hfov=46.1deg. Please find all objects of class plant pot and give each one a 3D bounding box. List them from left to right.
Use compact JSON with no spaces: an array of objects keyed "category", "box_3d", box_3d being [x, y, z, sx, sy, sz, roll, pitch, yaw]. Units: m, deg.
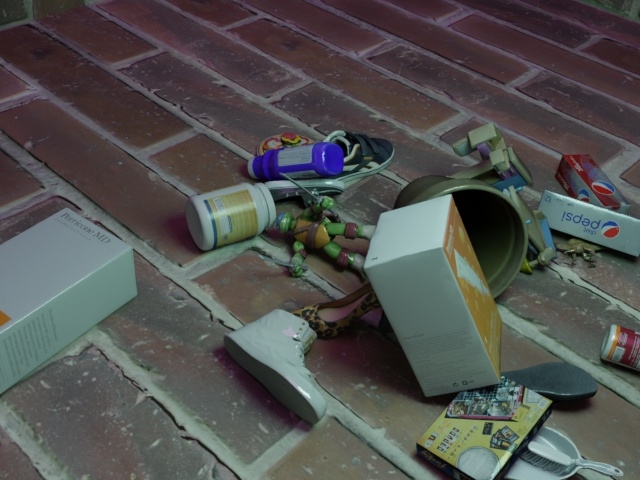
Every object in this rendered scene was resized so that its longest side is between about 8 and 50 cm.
[{"category":"plant pot","box_3d":[0.305,-0.031,1.849,0.323,0.323,0.280,-2,25,-9]}]

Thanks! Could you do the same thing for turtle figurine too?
[{"category":"turtle figurine","box_3d":[0.000,0.000,1.836,0.266,0.274,0.198,17,75,7]}]

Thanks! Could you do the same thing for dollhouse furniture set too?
[{"category":"dollhouse furniture set","box_3d":[0.443,-0.080,1.945,0.198,0.286,0.303,-25,50,26]}]

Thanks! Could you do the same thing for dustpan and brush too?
[{"category":"dustpan and brush","box_3d":[0.477,0.433,1.473,0.211,0.060,0.147,18,41,14]}]

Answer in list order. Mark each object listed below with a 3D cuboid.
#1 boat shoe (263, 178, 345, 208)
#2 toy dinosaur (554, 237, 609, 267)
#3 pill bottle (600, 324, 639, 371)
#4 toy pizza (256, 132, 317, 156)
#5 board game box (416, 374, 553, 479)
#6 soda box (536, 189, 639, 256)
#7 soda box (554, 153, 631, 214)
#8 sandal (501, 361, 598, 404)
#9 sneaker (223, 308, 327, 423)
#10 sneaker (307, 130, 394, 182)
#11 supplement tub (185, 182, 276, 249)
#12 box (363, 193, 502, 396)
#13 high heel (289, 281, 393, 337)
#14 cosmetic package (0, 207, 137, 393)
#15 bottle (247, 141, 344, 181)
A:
[{"category":"boat shoe","box_3d":[-0.046,-0.124,2.071,0.228,0.080,0.076,-1,77,-8]},{"category":"toy dinosaur","box_3d":[0.703,0.024,1.997,0.183,0.053,0.092,1,39,-6]},{"category":"pill bottle","box_3d":[0.721,0.252,1.700,0.152,0.086,0.086,18,41,14]},{"category":"toy pizza","box_3d":[-0.092,-0.275,2.273,0.201,0.032,0.201,3,40,-3]},{"category":"board game box","box_3d":[0.328,0.374,1.500,0.165,0.042,0.243,26,51,35]},{"category":"soda box","box_3d":[0.730,-0.050,2.030,0.286,0.098,0.091,20,11,18]},{"category":"soda box","box_3d":[0.786,-0.146,2.185,0.092,0.083,0.263,-4,40,-12]},{"category":"sandal","box_3d":[0.463,0.318,1.624,0.254,0.054,0.097,-4,37,5]},{"category":"sneaker","box_3d":[-0.053,0.248,1.596,0.169,0.108,0.292,-30,50,-31]},{"category":"sneaker","box_3d":[0.102,-0.259,2.208,0.321,0.127,0.126,-27,48,-35]},{"category":"supplement tub","box_3d":[-0.229,-0.066,1.920,0.200,0.144,0.144,-17,45,-24]},{"category":"box","box_3d":[0.245,0.116,1.563,0.168,0.345,0.215,-16,26,23]},{"category":"high heel","box_3d":[0.054,0.127,1.690,0.261,0.186,0.093,2,40,-5]},{"category":"cosmetic package","box_3d":[-0.642,0.133,1.621,0.230,0.161,0.453,27,44,23]},{"category":"bottle","box_3d":[-0.075,-0.214,2.082,0.283,0.092,0.118,-2,-1,37]}]
